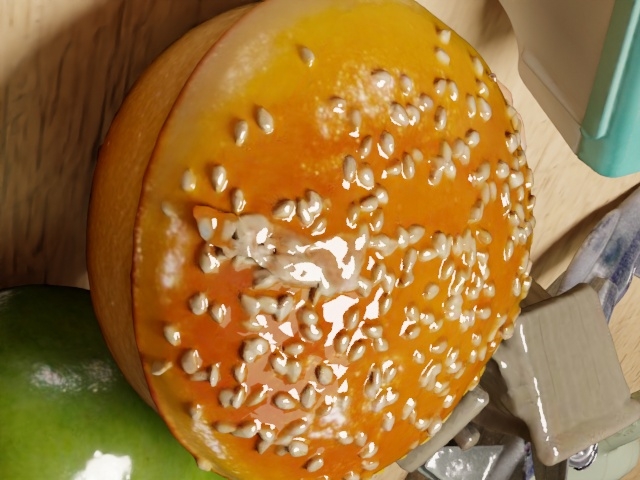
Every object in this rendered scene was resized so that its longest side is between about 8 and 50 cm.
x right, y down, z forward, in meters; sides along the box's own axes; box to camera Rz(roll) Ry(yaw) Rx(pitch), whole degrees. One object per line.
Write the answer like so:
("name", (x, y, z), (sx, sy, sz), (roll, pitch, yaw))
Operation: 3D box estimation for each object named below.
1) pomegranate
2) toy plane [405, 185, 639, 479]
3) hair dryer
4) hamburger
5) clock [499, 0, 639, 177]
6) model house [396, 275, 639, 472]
("pomegranate", (-0.118, 0.126, 0.721), (0.187, 0.225, 0.187), (-23, 134, -26))
("toy plane", (0.164, 0.073, 1.043), (0.267, 0.212, 0.088), (-49, 113, -13))
("hair dryer", (0.209, 0.152, 1.240), (0.206, 0.075, 0.237), (-7, 161, -33))
("hamburger", (0.000, -0.004, 0.667), (0.237, 0.147, 0.236), (-23, 117, -53))
("clock", (0.200, -0.181, 0.701), (0.231, 0.116, 0.262), (-30, 155, -18))
("model house", (0.073, 0.064, 0.898), (0.229, 0.188, 0.122), (-5, 126, -44))
